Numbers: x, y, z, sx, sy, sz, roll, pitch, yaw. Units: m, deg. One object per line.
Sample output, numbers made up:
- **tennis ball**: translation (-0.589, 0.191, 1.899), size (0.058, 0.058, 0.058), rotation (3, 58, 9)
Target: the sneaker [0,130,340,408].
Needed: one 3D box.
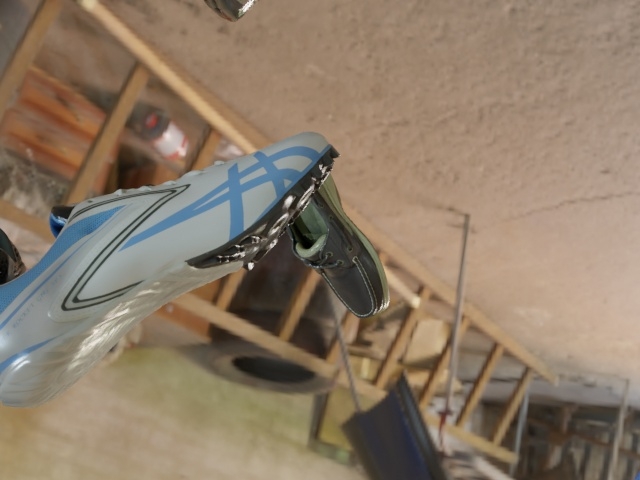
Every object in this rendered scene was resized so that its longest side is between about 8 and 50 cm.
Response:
- **sneaker**: translation (-0.088, -0.005, 0.548), size (0.086, 0.237, 0.085), rotation (52, 153, 9)

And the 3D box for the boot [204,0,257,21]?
- **boot**: translation (-0.065, -0.446, 1.012), size (0.377, 0.284, 0.138), rotation (63, 167, -26)

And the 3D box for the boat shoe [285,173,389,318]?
- **boat shoe**: translation (0.001, -0.001, 1.155), size (0.080, 0.073, 0.224), rotation (-17, 105, 41)

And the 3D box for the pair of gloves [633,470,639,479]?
- **pair of gloves**: translation (0.221, 0.118, 0.588), size (0.023, 0.159, 0.198), rotation (31, -172, 29)

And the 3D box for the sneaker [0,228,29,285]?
- **sneaker**: translation (-0.209, 0.020, 0.623), size (0.072, 0.077, 0.178), rotation (-19, -160, -30)
